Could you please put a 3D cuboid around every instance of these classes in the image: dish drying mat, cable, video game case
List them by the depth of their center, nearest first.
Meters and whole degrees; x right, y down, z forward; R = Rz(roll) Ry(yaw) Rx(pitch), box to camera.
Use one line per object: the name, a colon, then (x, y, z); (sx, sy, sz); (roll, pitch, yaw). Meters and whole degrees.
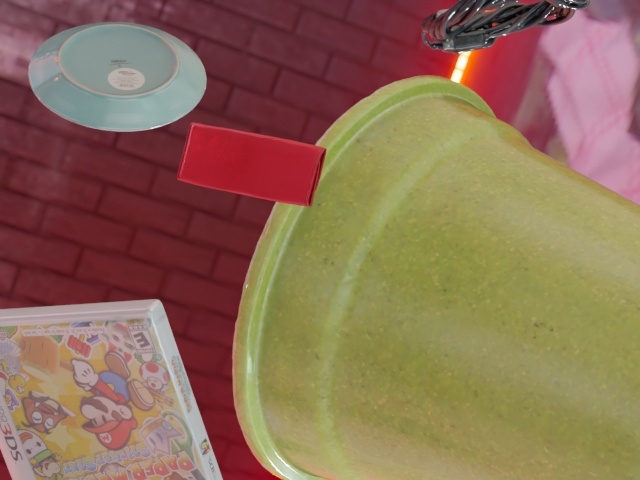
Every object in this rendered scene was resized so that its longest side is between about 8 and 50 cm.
dish drying mat: (-0.036, -0.038, 0.788); (0.083, 0.032, 0.008); (12, 178, 33)
video game case: (-0.212, 0.154, 1.422); (0.227, 0.206, 0.026); (-5, -156, 28)
cable: (0.201, -0.249, 1.643); (0.185, 0.047, 0.150); (-12, 167, -16)

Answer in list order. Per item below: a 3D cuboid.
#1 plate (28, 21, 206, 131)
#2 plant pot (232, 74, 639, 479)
plate: (-0.213, -0.183, 1.644); (0.188, 0.024, 0.188); (6, -138, -5)
plant pot: (0.133, 0.067, 0.926); (0.254, 0.276, 0.276); (22, -174, 34)
